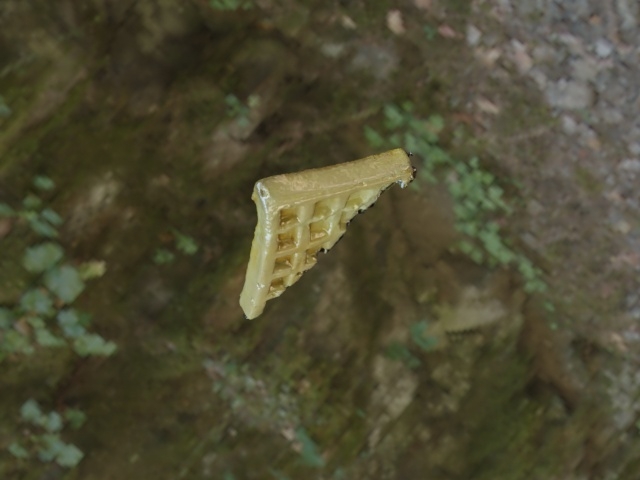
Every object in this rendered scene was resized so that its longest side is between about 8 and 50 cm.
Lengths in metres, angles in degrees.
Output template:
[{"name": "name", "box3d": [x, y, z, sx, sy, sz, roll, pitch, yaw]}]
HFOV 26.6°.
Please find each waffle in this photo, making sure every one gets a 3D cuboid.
[{"name": "waffle", "box3d": [0.000, 0.000, 0.843, 0.152, 0.097, 0.023, 105, 149, -57]}]
